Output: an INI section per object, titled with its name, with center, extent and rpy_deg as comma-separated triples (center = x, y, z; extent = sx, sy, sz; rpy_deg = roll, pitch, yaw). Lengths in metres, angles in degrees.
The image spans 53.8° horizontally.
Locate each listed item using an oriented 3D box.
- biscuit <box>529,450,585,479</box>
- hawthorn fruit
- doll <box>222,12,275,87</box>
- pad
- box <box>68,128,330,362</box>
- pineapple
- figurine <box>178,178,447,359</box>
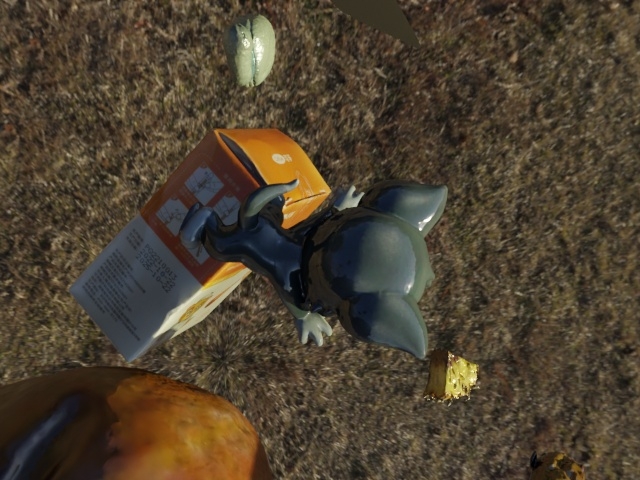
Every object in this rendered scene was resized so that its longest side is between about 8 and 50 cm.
[biscuit]
center = 0.288, 0.415, 0.792
extent = 0.075, 0.296, 0.296
rpy_deg = 7, 75, 31
[hawthorn fruit]
center = -0.146, 0.216, 0.455
extent = 0.276, 0.298, 0.277
rpy_deg = -1, 88, 26
[doll]
center = -0.102, -0.278, 0.923
extent = 0.071, 0.214, 0.104
rpy_deg = -3, 108, 2
[pad]
center = 0.068, -0.280, 0.893
extent = 0.250, 0.055, 0.323
rpy_deg = 0, 80, -54
[box]
center = -0.166, -0.005, 0.926
extent = 0.341, 0.225, 0.143
rpy_deg = -44, 85, 20
[pineapple]
center = 0.271, 0.277, 1.320
extent = 0.137, 0.069, 0.116
rpy_deg = -22, 90, -38
[figurine]
center = -0.003, -0.003, 0.659
extent = 0.265, 0.140, 0.193
rpy_deg = 26, 62, -6
